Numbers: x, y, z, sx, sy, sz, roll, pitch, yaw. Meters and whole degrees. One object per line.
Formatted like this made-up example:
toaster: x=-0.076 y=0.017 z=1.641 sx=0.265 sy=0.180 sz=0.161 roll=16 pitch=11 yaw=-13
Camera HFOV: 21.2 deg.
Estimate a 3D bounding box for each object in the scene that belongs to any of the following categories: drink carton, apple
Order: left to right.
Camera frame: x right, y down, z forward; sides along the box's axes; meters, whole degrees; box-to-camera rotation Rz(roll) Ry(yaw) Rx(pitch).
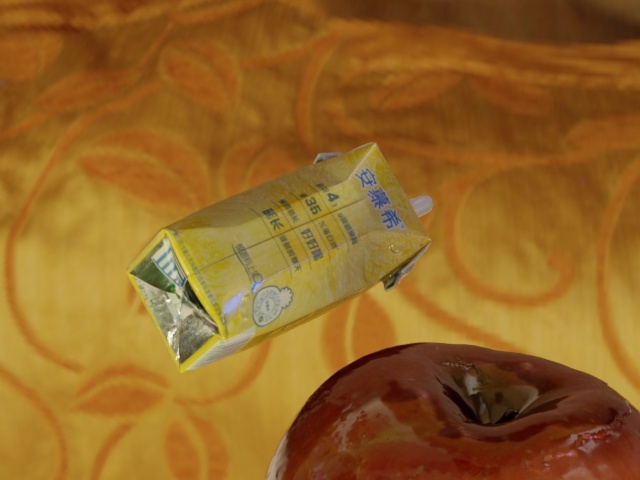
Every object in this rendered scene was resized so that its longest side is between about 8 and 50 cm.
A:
drink carton: x=0.000 y=0.000 z=0.925 sx=0.084 sy=0.200 sz=0.074 roll=59 pitch=147 yaw=10
apple: x=0.062 y=0.134 z=0.735 sx=0.181 sy=0.181 sz=0.168 roll=3 pitch=107 yaw=10
